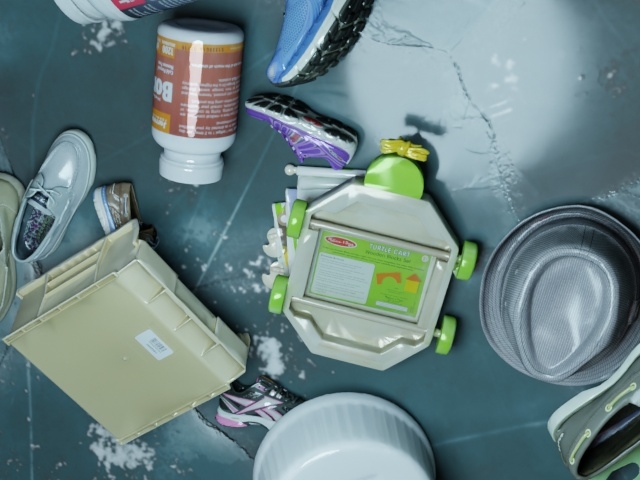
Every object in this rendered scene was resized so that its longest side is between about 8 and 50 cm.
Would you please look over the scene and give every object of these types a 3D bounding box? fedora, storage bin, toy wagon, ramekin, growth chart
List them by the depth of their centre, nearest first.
[{"bbox_3d":[0.330,0.095,1.630,0.243,0.124,0.276,24,112,9],"label":"fedora"},{"bbox_3d":[0.082,0.014,1.692,0.267,0.068,0.345,14,110,0],"label":"toy wagon"},{"bbox_3d":[0.000,0.000,1.753,0.171,0.021,0.237,10,110,14],"label":"growth chart"},{"bbox_3d":[0.041,0.373,1.755,0.277,0.135,0.277,-2,108,-5],"label":"ramekin"},{"bbox_3d":[-0.279,0.137,1.780,0.260,0.123,0.262,-30,118,22],"label":"storage bin"}]

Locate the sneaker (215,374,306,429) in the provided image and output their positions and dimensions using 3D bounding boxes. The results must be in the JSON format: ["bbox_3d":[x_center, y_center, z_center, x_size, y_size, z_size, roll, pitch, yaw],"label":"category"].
[{"bbox_3d":[-0.076,0.245,1.833,0.178,0.072,0.077,1,97,10],"label":"sneaker"}]

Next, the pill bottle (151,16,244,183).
[{"bbox_3d":[-0.174,-0.195,1.687,0.121,0.121,0.216,11,110,13],"label":"pill bottle"}]

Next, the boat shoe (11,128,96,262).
[{"bbox_3d":[-0.407,-0.060,1.821,0.079,0.081,0.228,29,114,6],"label":"boat shoe"}]

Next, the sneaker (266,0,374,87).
[{"bbox_3d":[-0.001,-0.359,1.594,0.147,0.129,0.330,28,106,15],"label":"sneaker"}]

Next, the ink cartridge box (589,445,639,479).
[{"bbox_3d":[0.475,0.407,1.685,0.171,0.056,0.235,-37,97,-10],"label":"ink cartridge box"}]

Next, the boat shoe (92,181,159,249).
[{"bbox_3d":[-0.280,0.000,1.813,0.066,0.066,0.183,-17,106,12],"label":"boat shoe"}]

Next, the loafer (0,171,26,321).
[{"bbox_3d":[-0.530,0.025,1.880,0.101,0.092,0.269,17,112,11],"label":"loafer"}]

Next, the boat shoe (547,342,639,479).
[{"bbox_3d":[0.442,0.213,1.634,0.109,0.091,0.305,26,123,-33],"label":"boat shoe"}]

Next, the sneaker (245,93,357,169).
[{"bbox_3d":[-0.034,-0.149,1.692,0.169,0.068,0.071,28,119,5],"label":"sneaker"}]

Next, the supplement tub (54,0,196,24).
[{"bbox_3d":[-0.218,-0.400,1.594,0.272,0.191,0.191,-12,104,20],"label":"supplement tub"}]
